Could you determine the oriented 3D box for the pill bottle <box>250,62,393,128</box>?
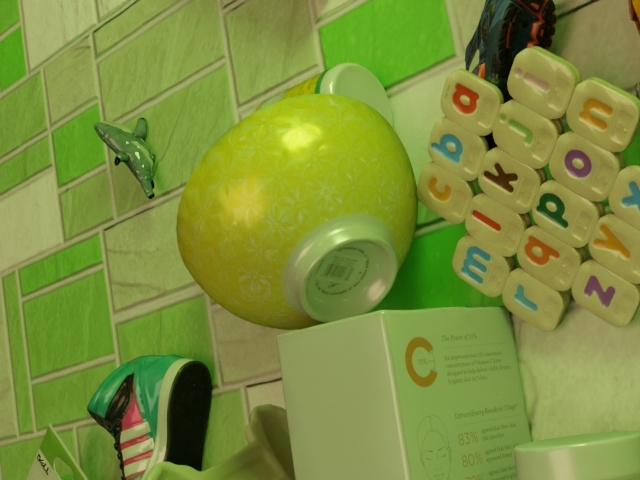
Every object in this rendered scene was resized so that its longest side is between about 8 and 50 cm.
[{"bbox_3d":[-0.020,-0.137,1.303,0.208,0.117,0.118,-18,77,43],"label":"pill bottle"}]

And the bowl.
[{"bbox_3d":[0.000,0.000,1.142,0.289,0.289,0.156,-63,38,23],"label":"bowl"}]

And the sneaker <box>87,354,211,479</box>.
[{"bbox_3d":[-0.274,0.303,1.537,0.178,0.123,0.296,13,90,39],"label":"sneaker"}]

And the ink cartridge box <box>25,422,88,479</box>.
[{"bbox_3d":[-0.408,0.453,1.690,0.189,0.097,0.255,43,116,37],"label":"ink cartridge box"}]

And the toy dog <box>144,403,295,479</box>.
[{"bbox_3d":[-0.143,0.467,1.341,0.395,0.284,0.408,47,124,5],"label":"toy dog"}]

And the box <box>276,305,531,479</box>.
[{"bbox_3d":[0.104,0.253,1.102,0.168,0.215,0.345,-17,77,44],"label":"box"}]

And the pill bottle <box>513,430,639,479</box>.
[{"bbox_3d":[0.267,0.338,0.971,0.169,0.169,0.302,-15,79,44],"label":"pill bottle"}]

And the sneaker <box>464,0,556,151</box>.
[{"bbox_3d":[0.193,-0.174,1.132,0.087,0.083,0.221,-124,47,-60],"label":"sneaker"}]

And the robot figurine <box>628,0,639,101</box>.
[{"bbox_3d":[0.381,-0.188,0.930,0.211,0.085,0.291,-28,69,41],"label":"robot figurine"}]

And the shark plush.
[{"bbox_3d":[-0.302,-0.122,1.616,0.073,0.067,0.161,-39,63,37],"label":"shark plush"}]

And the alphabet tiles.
[{"bbox_3d":[0.225,-0.046,1.054,0.278,0.021,0.284,34,131,28],"label":"alphabet tiles"}]
